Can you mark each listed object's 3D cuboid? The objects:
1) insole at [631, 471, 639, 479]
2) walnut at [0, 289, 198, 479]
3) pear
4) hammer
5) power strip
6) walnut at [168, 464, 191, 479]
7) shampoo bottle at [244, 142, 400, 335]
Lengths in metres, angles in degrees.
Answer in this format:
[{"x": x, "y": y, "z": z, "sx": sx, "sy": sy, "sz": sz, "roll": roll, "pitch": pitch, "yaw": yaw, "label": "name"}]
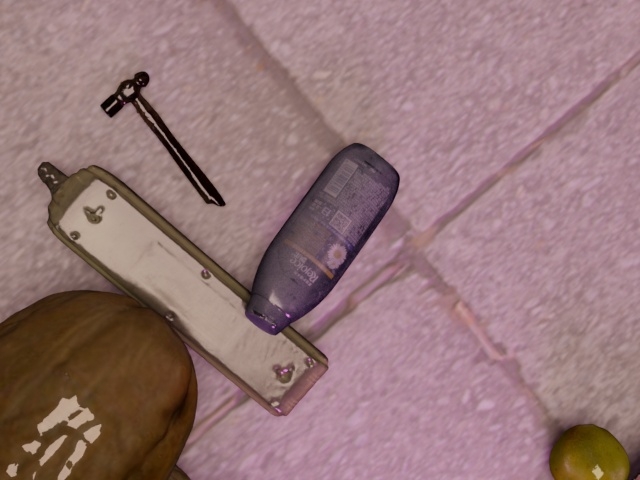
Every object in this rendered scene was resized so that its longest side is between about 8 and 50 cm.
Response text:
[{"x": 0.404, "y": 0.275, "z": 1.274, "sx": 0.348, "sy": 0.009, "sz": 0.119, "roll": -45, "pitch": 141, "yaw": -8, "label": "insole"}, {"x": -0.261, "y": 0.178, "z": 1.104, "sx": 0.283, "sy": 0.227, "sz": 0.282, "roll": -6, "pitch": 65, "yaw": 13, "label": "walnut"}, {"x": 0.315, "y": 0.256, "z": 1.256, "sx": 0.092, "sy": 0.092, "sz": 0.096, "roll": -12, "pitch": 116, "yaw": -8, "label": "pear"}, {"x": -0.170, "y": -0.104, "z": 1.210, "sx": 0.065, "sy": 0.021, "sz": 0.178, "roll": -39, "pitch": 99, "yaw": -5, "label": "hammer"}, {"x": -0.159, "y": 0.045, "z": 1.196, "sx": 0.387, "sy": 0.066, "sz": 0.092, "roll": 42, "pitch": 88, "yaw": -10, "label": "power strip"}, {"x": -0.179, "y": 0.284, "z": 1.190, "sx": 0.092, "sy": 0.092, "sz": 0.092, "roll": 0, "pitch": 92, "yaw": -8, "label": "walnut"}, {"x": 0.000, "y": 0.000, "z": 1.192, "sx": 0.087, "sy": 0.049, "sz": 0.233, "roll": 38, "pitch": 71, "yaw": -8, "label": "shampoo bottle"}]
